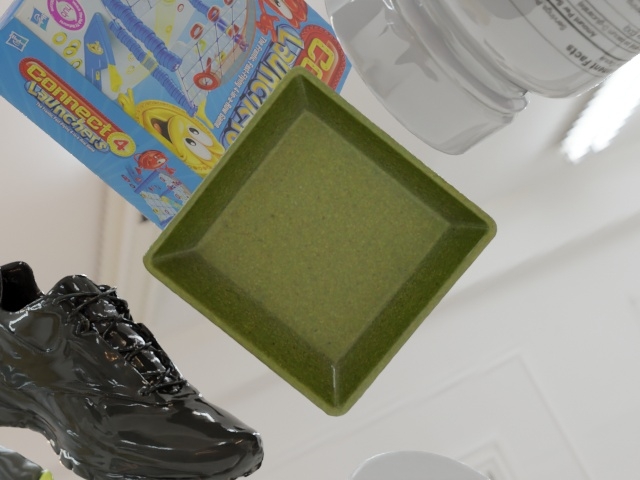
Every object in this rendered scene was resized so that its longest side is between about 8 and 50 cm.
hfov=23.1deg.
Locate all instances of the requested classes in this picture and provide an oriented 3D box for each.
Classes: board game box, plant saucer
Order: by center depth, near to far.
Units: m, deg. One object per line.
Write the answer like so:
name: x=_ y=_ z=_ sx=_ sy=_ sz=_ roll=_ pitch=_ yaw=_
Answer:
plant saucer: x=0.000 y=0.000 z=1.141 sx=0.188 sy=0.188 sz=0.045 roll=-51 pitch=2 yaw=10
board game box: x=-0.134 y=-0.173 z=1.479 sx=0.086 sy=0.302 sz=0.308 roll=-34 pitch=23 yaw=40

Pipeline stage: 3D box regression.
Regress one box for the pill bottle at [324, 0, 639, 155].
pill bottle: x=0.148 y=-0.180 z=0.869 sx=0.283 sy=0.160 sz=0.160 roll=-36 pitch=-18 yaw=26

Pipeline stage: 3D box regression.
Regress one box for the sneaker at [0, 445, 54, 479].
sneaker: x=-0.074 y=0.175 z=0.490 sx=0.147 sy=0.385 sz=0.145 roll=-59 pitch=-6 yaw=-21

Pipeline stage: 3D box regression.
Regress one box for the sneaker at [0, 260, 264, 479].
sneaker: x=-0.164 y=0.098 z=1.155 sx=0.109 sy=0.286 sz=0.130 roll=-5 pitch=-69 yaw=-63

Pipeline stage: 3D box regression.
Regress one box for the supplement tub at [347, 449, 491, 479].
supplement tub: x=0.073 y=0.404 z=1.641 sx=0.235 sy=0.235 sz=0.325 roll=-14 pitch=-45 yaw=-40
